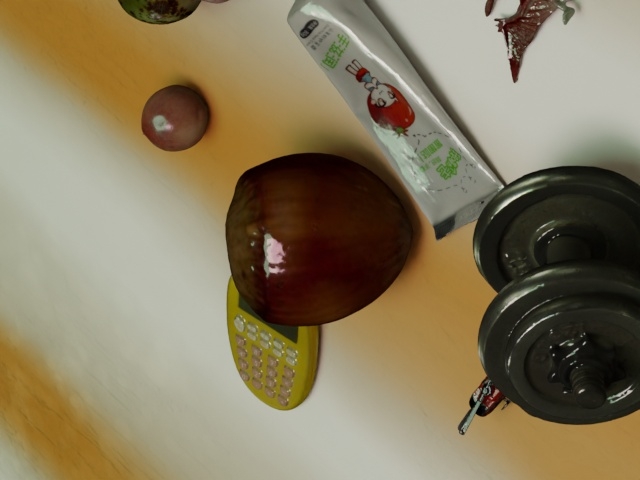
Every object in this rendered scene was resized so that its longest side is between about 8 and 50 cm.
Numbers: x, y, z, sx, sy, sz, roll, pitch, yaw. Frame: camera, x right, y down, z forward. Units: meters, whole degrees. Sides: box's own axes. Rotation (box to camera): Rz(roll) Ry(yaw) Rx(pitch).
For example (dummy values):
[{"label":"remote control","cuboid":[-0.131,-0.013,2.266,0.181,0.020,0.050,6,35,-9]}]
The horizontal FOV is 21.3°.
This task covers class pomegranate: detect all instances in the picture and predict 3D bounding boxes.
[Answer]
[{"label":"pomegranate","cuboid":[-0.165,-0.306,1.923,0.163,0.126,0.138,27,116,33]}]

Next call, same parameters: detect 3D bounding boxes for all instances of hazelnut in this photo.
[{"label":"hazelnut","cuboid":[0.000,0.000,1.886,0.208,0.208,0.208,24,126,37]}]

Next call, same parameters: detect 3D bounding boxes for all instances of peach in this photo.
[{"label":"peach","cuboid":[-0.178,-0.147,2.061,0.083,0.083,0.083,24,126,37]}]

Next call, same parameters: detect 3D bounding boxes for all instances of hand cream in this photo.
[{"label":"hand cream","cuboid":[0.069,-0.156,1.817,0.336,0.076,0.121,54,141,0]}]

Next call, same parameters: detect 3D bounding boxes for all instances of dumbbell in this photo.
[{"label":"dumbbell","cuboid":[0.241,0.049,1.602,0.192,0.290,0.192,1,130,1]}]

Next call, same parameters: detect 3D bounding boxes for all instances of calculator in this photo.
[{"label":"calculator","cuboid":[-0.060,0.110,2.108,0.146,0.032,0.234,30,131,32]}]

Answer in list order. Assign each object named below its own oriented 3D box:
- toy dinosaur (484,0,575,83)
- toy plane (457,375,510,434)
[{"label":"toy dinosaur","cuboid":[0.202,-0.244,1.646,0.108,0.032,0.220,26,130,32]},{"label":"toy plane","cuboid":[0.197,0.149,1.842,0.037,0.060,0.145,46,122,19]}]
